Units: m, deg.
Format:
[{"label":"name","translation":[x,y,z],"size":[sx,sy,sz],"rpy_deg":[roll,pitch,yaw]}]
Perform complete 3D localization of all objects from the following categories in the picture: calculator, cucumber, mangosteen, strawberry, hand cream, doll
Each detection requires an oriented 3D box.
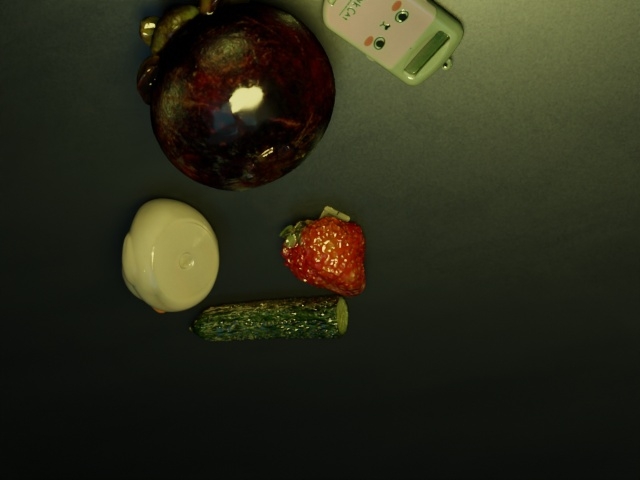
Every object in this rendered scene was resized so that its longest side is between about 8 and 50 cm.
[{"label":"calculator","translation":[0.120,-0.352,1.283],"size":[0.246,0.045,0.141],"rpy_deg":[32,128,-19]},{"label":"cucumber","translation":[-0.120,0.179,1.752],"size":[0.359,0.096,0.096],"rpy_deg":[-5,129,17]},{"label":"mangosteen","translation":[-0.131,-0.242,1.270],"size":[0.330,0.330,0.330],"rpy_deg":[5,131,6]},{"label":"strawberry","translation":[0.029,0.050,1.578],"size":[0.236,0.107,0.175],"rpy_deg":[26,118,-32]},{"label":"hand cream","translation":[0.000,0.000,1.620],"size":[0.057,0.037,0.165],"rpy_deg":[25,123,-11]},{"label":"doll","translation":[-0.327,0.035,1.622],"size":[0.221,0.221,0.251],"rpy_deg":[-2,107,11]}]
